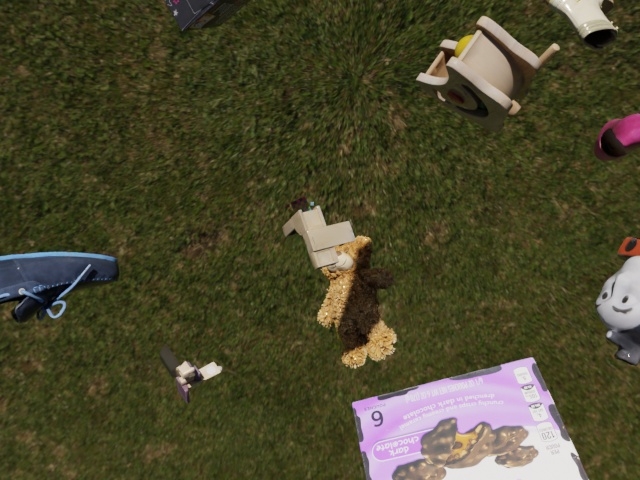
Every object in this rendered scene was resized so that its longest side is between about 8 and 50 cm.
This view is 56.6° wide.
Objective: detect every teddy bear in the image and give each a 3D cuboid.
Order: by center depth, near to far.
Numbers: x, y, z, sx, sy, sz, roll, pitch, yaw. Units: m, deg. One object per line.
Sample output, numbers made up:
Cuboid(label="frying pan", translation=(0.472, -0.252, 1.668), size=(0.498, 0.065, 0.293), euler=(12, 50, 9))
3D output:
Cuboid(label="teddy bear", translation=(0.083, 0.151, 1.500), size=(0.113, 0.245, 0.338), euler=(5, 81, -39))

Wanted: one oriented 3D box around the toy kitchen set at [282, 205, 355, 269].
Cuboid(label="toy kitchen set", translation=(0.000, 0.000, 0.845), size=(0.068, 0.075, 0.083), euler=(-14, 79, -27))

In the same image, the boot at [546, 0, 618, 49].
Cuboid(label="boot", translation=(0.666, -0.537, 1.441), size=(0.213, 0.165, 0.077), euler=(-8, 149, -30))

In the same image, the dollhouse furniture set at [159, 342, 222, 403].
Cuboid(label="dollhouse furniture set", translation=(-0.232, 0.208, 1.062), size=(0.081, 0.114, 0.091), euler=(-24, 140, -29))

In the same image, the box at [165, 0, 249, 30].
Cuboid(label="box", translation=(-0.251, -0.584, 1.210), size=(0.163, 0.142, 0.247), euler=(-23, 100, 35))

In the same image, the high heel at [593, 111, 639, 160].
Cuboid(label="high heel", translation=(0.595, -0.192, 1.204), size=(0.117, 0.244, 0.082), euler=(-38, 88, -8))

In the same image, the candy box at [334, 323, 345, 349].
Cuboid(label="candy box", translation=(0.080, 0.286, 1.773), size=(0.027, 0.105, 0.206), euler=(-18, 144, 8))

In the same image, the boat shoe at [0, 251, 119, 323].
Cuboid(label="boat shoe", translation=(-0.397, 0.070, 0.780), size=(0.258, 0.109, 0.089), euler=(-6, 78, -27))

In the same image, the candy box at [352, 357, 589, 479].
Cuboid(label="candy box", translation=(0.126, 0.209, 0.470), size=(0.165, 0.196, 0.070), euler=(-16, 135, 5))

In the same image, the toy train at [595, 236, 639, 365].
Cuboid(label="toy train", translation=(0.403, 0.086, 0.526), size=(0.334, 0.142, 0.190), euler=(33, 87, -10))

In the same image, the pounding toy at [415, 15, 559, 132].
Cuboid(label="pounding toy", translation=(0.244, -0.265, 0.875), size=(0.154, 0.269, 0.155), euler=(36, 95, 10))

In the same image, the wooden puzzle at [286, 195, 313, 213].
Cuboid(label="wooden puzzle", translation=(-0.059, -0.099, 1.759), size=(0.083, 0.006, 0.049), euler=(-23, 97, 13))
